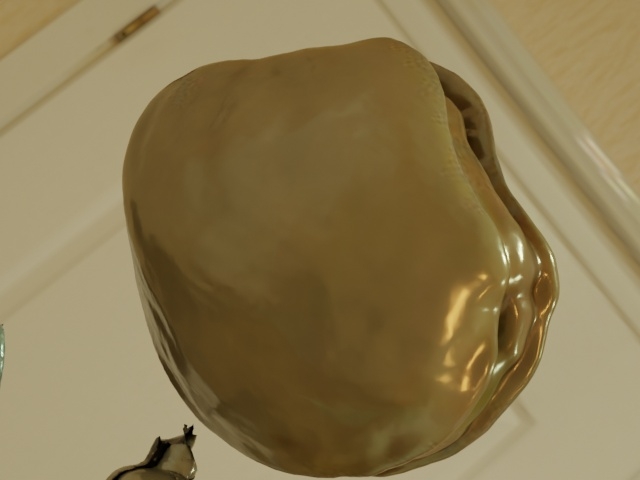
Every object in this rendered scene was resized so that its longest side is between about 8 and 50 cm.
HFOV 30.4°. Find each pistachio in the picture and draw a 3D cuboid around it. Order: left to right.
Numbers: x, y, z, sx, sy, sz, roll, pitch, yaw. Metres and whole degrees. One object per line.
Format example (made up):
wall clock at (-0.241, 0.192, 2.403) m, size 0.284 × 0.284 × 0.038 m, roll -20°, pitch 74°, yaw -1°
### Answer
pistachio at (0.000, 0.000, 1.006) m, size 0.445 × 0.365 × 0.281 m, roll 41°, pitch 9°, yaw 37°

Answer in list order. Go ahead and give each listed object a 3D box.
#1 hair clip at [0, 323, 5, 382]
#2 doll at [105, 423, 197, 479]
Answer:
hair clip at (-0.510, 0.225, 1.451) m, size 0.318 × 0.238 × 0.392 m, roll -120°, pitch -149°, yaw -57°
doll at (-0.163, 0.243, 0.929) m, size 0.149 × 0.192 × 0.095 m, roll 63°, pitch -21°, yaw 23°
